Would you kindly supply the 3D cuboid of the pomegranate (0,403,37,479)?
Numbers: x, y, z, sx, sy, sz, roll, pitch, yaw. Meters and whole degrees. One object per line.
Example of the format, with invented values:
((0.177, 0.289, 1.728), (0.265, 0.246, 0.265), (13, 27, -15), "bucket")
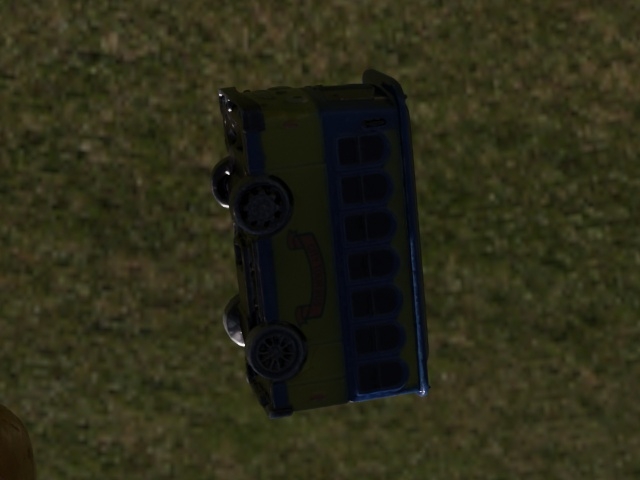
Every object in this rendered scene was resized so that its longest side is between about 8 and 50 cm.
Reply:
((-0.458, 0.282, 1.960), (0.248, 0.248, 0.248), (-1, 145, -1), "pomegranate")

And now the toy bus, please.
((0.000, 0.000, 1.493), (0.175, 0.138, 0.287), (-8, 104, -11), "toy bus")
